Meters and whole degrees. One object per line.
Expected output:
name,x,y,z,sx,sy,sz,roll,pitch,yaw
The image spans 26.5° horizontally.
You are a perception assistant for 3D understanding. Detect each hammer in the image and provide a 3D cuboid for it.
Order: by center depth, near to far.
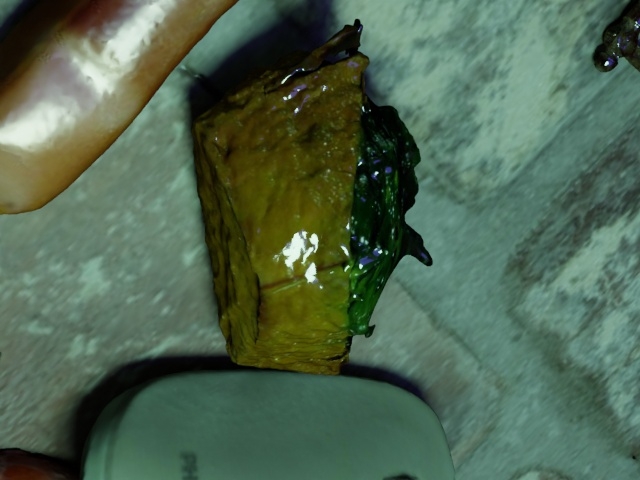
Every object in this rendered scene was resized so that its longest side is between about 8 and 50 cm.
hammer,0.290,-0.132,1.113,0.178,0.021,0.065,27,98,-38

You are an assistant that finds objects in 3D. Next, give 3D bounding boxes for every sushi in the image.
sushi,-0.001,0.000,0.931,0.140,0.149,0.287,-21,119,-24

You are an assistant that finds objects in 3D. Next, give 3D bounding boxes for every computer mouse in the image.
computer mouse,-0.025,0.192,1.011,0.331,0.095,0.197,2,76,-34

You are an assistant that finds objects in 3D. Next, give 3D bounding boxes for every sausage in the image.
sausage,-0.117,-0.140,0.831,0.300,0.083,0.089,-47,135,3

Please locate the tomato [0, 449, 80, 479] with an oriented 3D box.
tomato,-0.218,0.270,0.984,0.228,0.101,0.228,-16,124,-25
